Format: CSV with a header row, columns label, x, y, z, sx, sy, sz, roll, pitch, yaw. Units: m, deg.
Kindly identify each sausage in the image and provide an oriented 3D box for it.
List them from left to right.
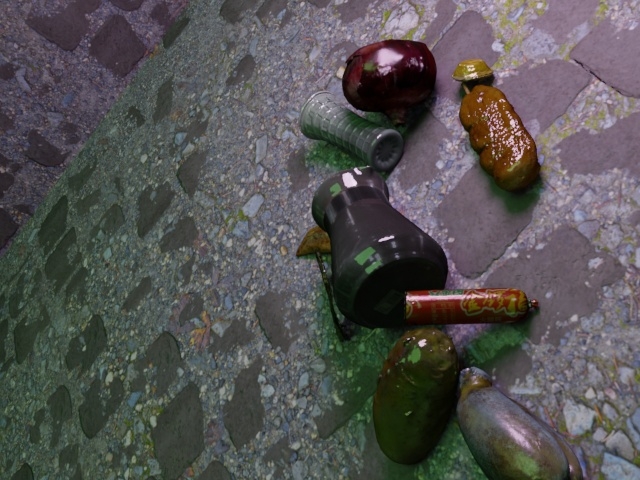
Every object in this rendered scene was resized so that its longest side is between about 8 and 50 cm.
label,x,y,z,sx,sy,sz,roll,pitch,yaw
sausage,0.296,0.130,1.388,0.263,0.083,0.083,-3,63,9

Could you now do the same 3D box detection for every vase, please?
label,x,y,z,sx,sy,sz,roll,pitch,yaw
vase,0.081,-0.283,1.829,0.299,0.143,0.143,36,95,45

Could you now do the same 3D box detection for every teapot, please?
label,x,y,z,sx,sy,sz,roll,pitch,yaw
teapot,0.112,0.029,1.577,0.344,0.253,0.300,-112,34,-49

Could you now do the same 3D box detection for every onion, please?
label,x,y,z,sx,sy,sz,roll,pitch,yaw
onion,0.177,-0.389,1.735,0.252,0.252,0.219,-21,85,35

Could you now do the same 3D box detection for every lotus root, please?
label,x,y,z,sx,sy,sz,roll,pitch,yaw
lotus root,0.323,0.351,1.239,0.140,0.158,0.322,-54,34,7

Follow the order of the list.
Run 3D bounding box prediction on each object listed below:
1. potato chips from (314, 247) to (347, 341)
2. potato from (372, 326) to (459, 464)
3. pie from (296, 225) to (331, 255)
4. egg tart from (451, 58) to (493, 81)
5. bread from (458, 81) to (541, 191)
label,x,y,z,sx,sy,sz,roll,pitch,yaw
potato chips,0.021,0.127,1.656,0.029,0.202,0.220,-16,69,-3
potato,0.186,0.310,1.394,0.141,0.176,0.298,43,124,53
pie,0.000,0.000,1.827,0.170,0.034,0.092,1,71,50
egg tart,0.360,-0.406,1.662,0.105,0.039,0.105,-11,25,5
bread,0.386,-0.245,1.554,0.124,0.084,0.344,-33,48,19
